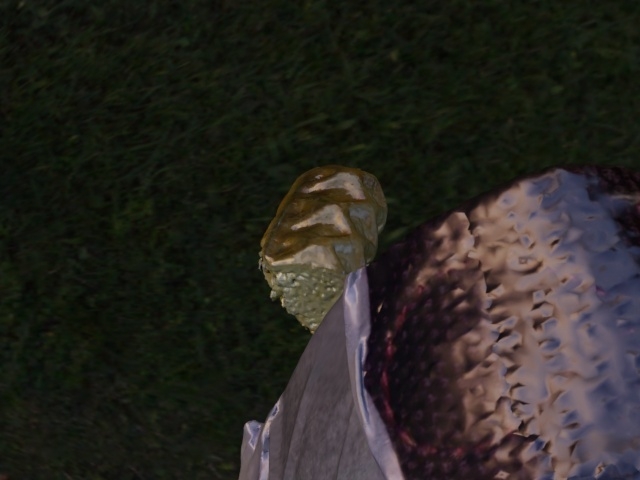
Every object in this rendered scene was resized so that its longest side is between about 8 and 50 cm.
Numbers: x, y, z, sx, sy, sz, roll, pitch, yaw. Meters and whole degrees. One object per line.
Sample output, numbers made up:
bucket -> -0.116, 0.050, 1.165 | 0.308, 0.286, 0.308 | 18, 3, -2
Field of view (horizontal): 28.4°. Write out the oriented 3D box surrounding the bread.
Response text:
bread -> 0.000, 0.000, 0.677 | 0.060, 0.066, 0.110 | 40, 34, -15

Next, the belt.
belt -> 0.073, 0.111, 0.497 | 0.184, 0.289, 0.164 | 3, 55, -25
